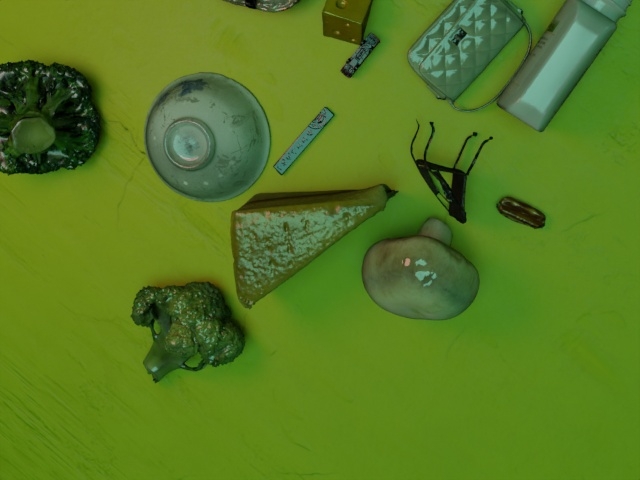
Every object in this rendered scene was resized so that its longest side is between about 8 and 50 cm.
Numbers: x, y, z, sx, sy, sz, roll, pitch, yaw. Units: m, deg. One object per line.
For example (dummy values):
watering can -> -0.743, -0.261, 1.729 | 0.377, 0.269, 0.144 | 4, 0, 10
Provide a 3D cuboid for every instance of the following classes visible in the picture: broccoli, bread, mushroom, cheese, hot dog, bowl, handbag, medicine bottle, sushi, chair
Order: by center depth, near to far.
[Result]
medicine bottle -> 0.503, -0.388, 1.598 | 0.124, 0.179, 0.324 | 32, 105, 2
handbag -> 0.333, -0.410, 1.678 | 0.219, 0.079, 0.256 | 41, 107, -5
cheese -> 0.071, -0.539, 1.698 | 0.093, 0.126, 0.171 | 15, 84, 4
chair -> 0.275, -0.148, 1.701 | 0.149, 0.174, 0.213 | 6, 101, -10
sushi -> -0.138, -0.559, 1.712 | 0.273, 0.134, 0.109 | 20, 119, -10
mushroom -> 0.229, 0.054, 1.736 | 0.260, 0.254, 0.234 | 18, 68, 1
bread -> 0.000, 0.000, 1.746 | 0.362, 0.233, 0.244 | -4, 102, 10
hot dog -> 0.456, -0.062, 1.759 | 0.122, 0.037, 0.049 | 27, 94, -3
broccoli -> -0.642, -0.270, 1.775 | 0.298, 0.297, 0.297 | -10, 115, -22
bowl -> -0.285, -0.229, 1.787 | 0.314, 0.146, 0.313 | 2, 103, 10
broccoli -> -0.355, 0.225, 1.882 | 0.302, 0.186, 0.254 | -24, 107, 8

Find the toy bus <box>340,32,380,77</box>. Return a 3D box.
toy bus -> 0.090, -0.413, 1.733 | 0.031, 0.043, 0.110 | 42, 108, 2

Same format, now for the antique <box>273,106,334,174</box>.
antique -> -0.041, -0.232, 1.811 | 0.031, 0.015, 0.192 | 42, 106, -1
